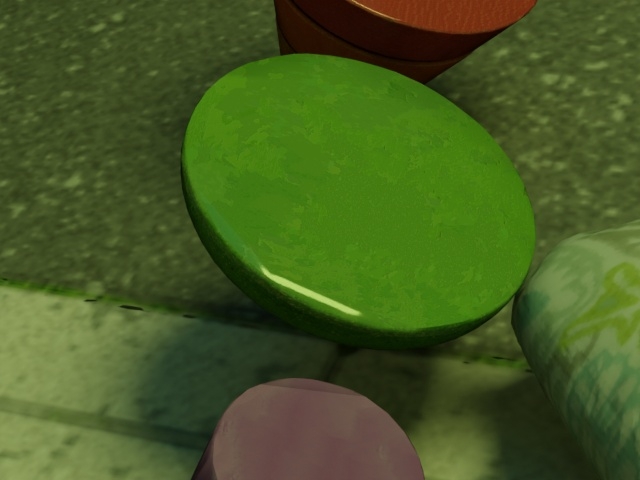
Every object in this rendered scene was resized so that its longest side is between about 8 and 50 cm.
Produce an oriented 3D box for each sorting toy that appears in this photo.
[{"bbox_3d":[0.000,0.000,0.636,0.127,0.126,0.365,18,45,-8],"label":"sorting toy"}]

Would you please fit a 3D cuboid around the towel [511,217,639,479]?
[{"bbox_3d":[0.263,0.033,0.460,0.375,0.090,0.320,-11,11,-3],"label":"towel"}]
